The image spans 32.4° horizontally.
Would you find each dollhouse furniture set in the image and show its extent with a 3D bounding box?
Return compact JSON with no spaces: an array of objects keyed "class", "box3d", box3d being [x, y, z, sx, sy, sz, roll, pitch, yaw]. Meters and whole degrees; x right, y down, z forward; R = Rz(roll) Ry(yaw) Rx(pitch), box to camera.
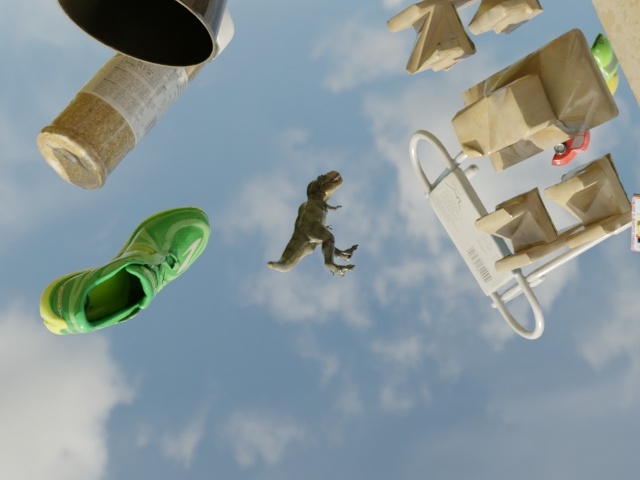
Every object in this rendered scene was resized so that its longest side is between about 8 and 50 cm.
[{"class":"dollhouse furniture set","box3d":[0.346,-0.206,1.355,0.256,0.362,0.394,-24,179,-35]}]

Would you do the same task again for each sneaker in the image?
[{"class":"sneaker","box3d":[-0.261,0.054,1.598,0.123,0.109,0.295,12,-140,46]}]

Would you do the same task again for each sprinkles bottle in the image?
[{"class":"sprinkles bottle","box3d":[-0.272,-0.236,1.658,0.121,0.121,0.355,12,-126,35]}]

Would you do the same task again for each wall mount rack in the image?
[{"class":"wall mount rack","box3d":[0.278,-0.047,1.574,0.130,0.304,0.350,-27,-100,-21]}]

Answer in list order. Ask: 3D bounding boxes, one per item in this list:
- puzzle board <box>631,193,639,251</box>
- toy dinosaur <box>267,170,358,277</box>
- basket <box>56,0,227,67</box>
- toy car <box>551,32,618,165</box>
[{"class":"puzzle board","box3d":[0.330,-0.004,0.937,0.128,0.096,0.011,9,-115,20]},{"class":"toy dinosaur","box3d":[0.000,0.000,1.672,0.064,0.118,0.268,-44,-168,37]},{"class":"basket","box3d":[-0.181,-0.349,1.333,0.204,0.154,0.227,17,-118,8]},{"class":"toy car","box3d":[0.468,-0.260,1.874,0.053,0.225,0.239,23,-116,15]}]
